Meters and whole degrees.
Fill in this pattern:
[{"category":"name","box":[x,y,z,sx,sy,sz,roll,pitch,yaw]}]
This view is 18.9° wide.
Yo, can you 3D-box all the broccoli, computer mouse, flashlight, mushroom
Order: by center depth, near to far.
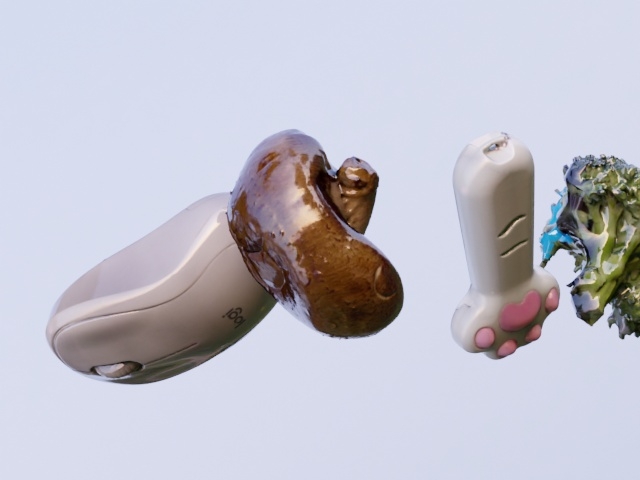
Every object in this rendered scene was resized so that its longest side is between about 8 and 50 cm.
[{"category":"flashlight","box":[0.136,0.007,1.418,0.093,0.047,0.200,-27,-47,-21]},{"category":"broccoli","box":[0.263,0.011,1.733,0.160,0.154,0.167,-47,-17,-42]},{"category":"mushroom","box":[-0.013,0.005,1.951,0.138,0.231,0.194,-22,-25,-27]},{"category":"computer mouse","box":[-0.153,0.073,2.112,0.297,0.121,0.184,-34,-35,2]}]
